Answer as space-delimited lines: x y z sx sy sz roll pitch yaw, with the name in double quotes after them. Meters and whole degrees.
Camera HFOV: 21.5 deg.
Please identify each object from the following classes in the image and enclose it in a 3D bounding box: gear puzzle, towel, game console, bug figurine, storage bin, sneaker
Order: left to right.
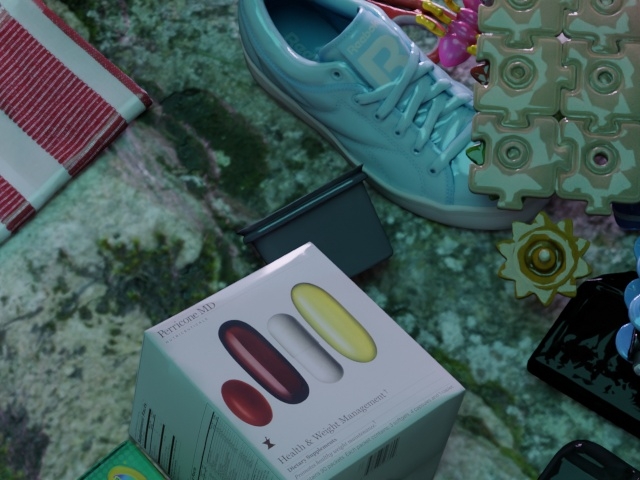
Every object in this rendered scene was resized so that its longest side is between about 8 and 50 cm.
-0.367 -0.104 1.738 0.329 0.037 0.237 -43 66 -11 "towel"
0.000 0.000 1.594 0.135 0.098 0.091 -28 91 -3 "storage bin"
0.058 -0.140 1.605 0.366 0.150 0.135 32 76 19 "sneaker"
0.226 -0.228 1.652 0.279 0.072 0.216 35 83 12 "bug figurine"
0.222 -0.099 1.548 0.176 0.044 0.338 4 73 5 "gear puzzle"
0.242 0.200 1.471 0.213 0.044 0.361 31 73 23 "game console"

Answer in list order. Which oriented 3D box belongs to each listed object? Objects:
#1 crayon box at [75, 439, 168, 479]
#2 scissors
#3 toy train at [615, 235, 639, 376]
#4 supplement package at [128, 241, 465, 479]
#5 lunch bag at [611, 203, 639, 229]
-0.089 0.311 1.413 0.081 0.165 0.278 -40 64 -9 "crayon box"
0.024 -0.264 1.750 0.297 0.021 0.109 25 74 22 "scissors"
0.322 0.045 1.470 0.105 0.080 0.184 15 59 5 "toy train"
-0.024 0.147 1.452 0.194 0.149 0.203 -30 60 -33 "supplement package"
0.319 -0.048 1.562 0.098 0.065 0.067 2 52 15 "lunch bag"
